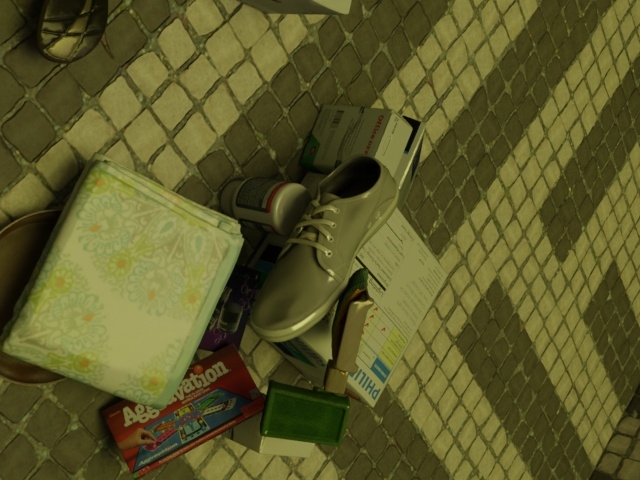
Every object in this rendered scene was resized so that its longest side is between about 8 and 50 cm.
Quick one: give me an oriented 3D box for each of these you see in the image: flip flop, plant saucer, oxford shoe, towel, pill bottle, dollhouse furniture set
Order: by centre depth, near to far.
[{"bbox_3d":[-0.417,-0.422,1.548,0.112,0.080,0.277,14,74,-42],"label":"flip flop"},{"bbox_3d":[-0.480,0.097,1.617,0.310,0.050,0.311,-12,107,-44],"label":"plant saucer"},{"bbox_3d":[-0.334,0.075,1.622,0.320,0.090,0.374,28,80,-29],"label":"towel"},{"bbox_3d":[-0.009,0.202,1.741,0.151,0.197,0.302,11,104,-4],"label":"dollhouse furniture set"},{"bbox_3d":[0.000,0.000,1.744,0.449,0.169,0.130,-54,139,-30],"label":"oxford shoe"},{"bbox_3d":[-0.113,-0.072,1.860,0.108,0.180,0.108,-13,109,-44],"label":"pill bottle"}]

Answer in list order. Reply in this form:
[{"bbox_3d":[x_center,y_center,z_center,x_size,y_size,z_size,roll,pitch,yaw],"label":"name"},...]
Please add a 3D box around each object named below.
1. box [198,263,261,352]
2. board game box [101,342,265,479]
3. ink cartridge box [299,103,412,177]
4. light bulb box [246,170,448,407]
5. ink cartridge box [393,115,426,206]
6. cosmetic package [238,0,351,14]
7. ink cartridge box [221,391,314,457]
[{"bbox_3d":[-0.259,0.111,1.813,0.261,0.103,0.184,20,82,-46],"label":"box"},{"bbox_3d":[-0.258,0.324,1.774,0.281,0.145,0.027,-27,163,-13],"label":"board game box"},{"bbox_3d":[0.076,-0.205,2.002,0.087,0.208,0.153,33,76,-44],"label":"ink cartridge box"},{"bbox_3d":[0.045,0.106,2.032,0.361,0.225,0.358,-58,134,-18],"label":"light bulb box"},{"bbox_3d":[0.183,-0.158,2.157,0.333,0.065,0.165,73,38,-77],"label":"ink cartridge box"},{"bbox_3d":[-0.058,-0.487,1.781,0.117,0.231,0.086,11,91,-46],"label":"cosmetic package"},{"bbox_3d":[-0.132,0.369,1.914,0.160,0.219,0.093,19,86,-46],"label":"ink cartridge box"}]
